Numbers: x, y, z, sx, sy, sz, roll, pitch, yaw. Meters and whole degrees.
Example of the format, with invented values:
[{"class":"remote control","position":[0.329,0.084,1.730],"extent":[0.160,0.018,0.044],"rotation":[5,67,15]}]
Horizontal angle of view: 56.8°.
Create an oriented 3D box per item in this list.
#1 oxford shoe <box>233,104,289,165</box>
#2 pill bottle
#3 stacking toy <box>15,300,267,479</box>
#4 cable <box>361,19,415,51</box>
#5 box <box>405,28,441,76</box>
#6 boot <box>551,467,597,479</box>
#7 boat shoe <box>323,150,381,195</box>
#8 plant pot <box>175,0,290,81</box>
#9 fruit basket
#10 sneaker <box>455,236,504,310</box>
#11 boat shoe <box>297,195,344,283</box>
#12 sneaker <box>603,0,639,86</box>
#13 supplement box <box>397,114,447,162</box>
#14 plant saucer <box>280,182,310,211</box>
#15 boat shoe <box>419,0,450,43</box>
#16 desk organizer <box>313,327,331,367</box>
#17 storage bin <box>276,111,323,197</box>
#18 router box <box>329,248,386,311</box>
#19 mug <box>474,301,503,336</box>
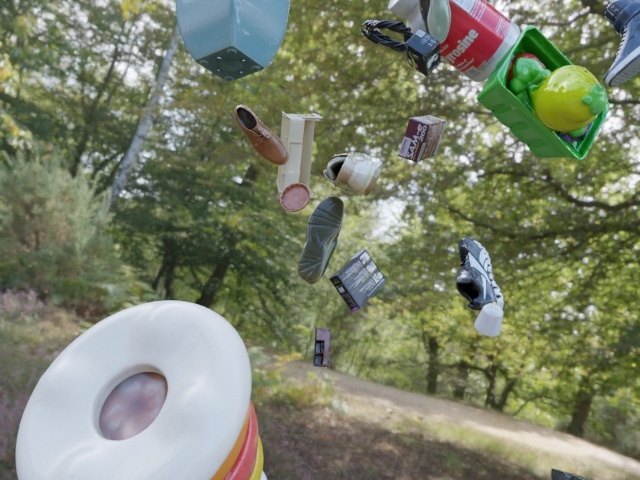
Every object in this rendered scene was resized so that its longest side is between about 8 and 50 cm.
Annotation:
[{"class":"oxford shoe","position":[-0.172,-0.295,1.679],"extent":[0.212,0.076,0.076],"rotation":[46,2,-9]},{"class":"pill bottle","position":[0.440,-0.732,1.981],"extent":[0.408,0.229,0.229],"rotation":[30,-13,-14]},{"class":"stacking toy","position":[-0.214,0.360,0.974],"extent":[0.351,0.350,0.480],"rotation":[11,-36,28]},{"class":"cable","position":[0.228,-0.644,1.849],"extent":[0.184,0.047,0.151],"rotation":[18,-9,-36]},{"class":"box","position":[0.238,-0.434,1.368],"extent":[0.062,0.052,0.083],"rotation":[43,-5,24]},{"class":"boot","position":[0.627,0.656,1.435],"extent":[0.083,0.161,0.246],"rotation":[14,-15,-1]},{"class":"boat shoe","position":[0.063,-0.175,1.453],"extent":[0.098,0.109,0.302],"rotation":[23,7,-12]},{"class":"plant pot","position":[-0.250,-0.606,1.679],"extent":[0.247,0.252,0.248],"rotation":[-10,-17,32]},{"class":"fruit basket","position":[0.675,-0.414,1.672],"extent":[0.392,0.283,0.392],"rotation":[29,-21,12]},{"class":"sneaker","position":[0.398,0.088,1.555],"extent":[0.106,0.234,0.078],"rotation":[2,-34,-25]},{"class":"boat shoe","position":[0.001,0.001,1.449],"extent":[0.080,0.223,0.073],"rotation":[16,-16,8]},{"class":"sneaker","position":[0.755,-0.503,1.483],"extent":[0.163,0.226,0.086],"rotation":[47,6,30]},{"class":"supplement box","position":[0.343,-0.343,1.971],"extent":[0.073,0.130,0.239],"rotation":[24,23,20]},{"class":"plant saucer","position":[-0.065,-0.112,1.556],"extent":[0.084,0.083,0.013],"rotation":[12,-18,25]},{"class":"boat shoe","position":[0.331,-0.700,1.749],"extent":[0.081,0.227,0.069],"rotation":[-19,24,-23]},{"class":"desk organizer","position":[0.006,0.364,2.013],"extent":[0.050,0.130,0.047],"rotation":[5,-19,-4]},{"class":"storage bin","position":[-0.075,-0.298,2.009],"extent":[0.123,0.262,0.260],"rotation":[4,14,-8]},{"class":"router box","position":[0.124,0.127,1.920],"extent":[0.046,0.179,0.133],"rotation":[-29,-83,46]},{"class":"mug","position":[0.403,0.180,1.412],"extent":[0.062,0.064,0.078],"rotation":[0,33,-12]}]
